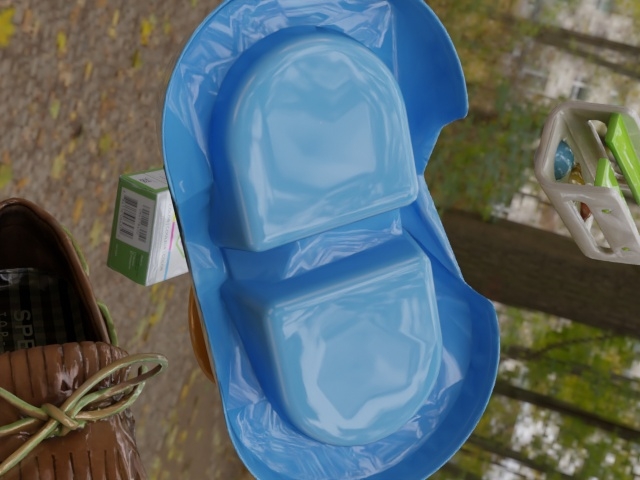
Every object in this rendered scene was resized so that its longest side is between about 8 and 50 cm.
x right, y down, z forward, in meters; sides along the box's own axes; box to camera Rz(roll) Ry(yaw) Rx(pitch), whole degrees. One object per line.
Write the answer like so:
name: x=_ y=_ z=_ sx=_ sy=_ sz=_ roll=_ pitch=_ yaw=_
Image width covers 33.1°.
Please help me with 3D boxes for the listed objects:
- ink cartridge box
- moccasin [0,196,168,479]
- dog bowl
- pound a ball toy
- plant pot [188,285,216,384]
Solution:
ink cartridge box: x=-0.143 y=-0.030 z=1.225 sx=0.209 sy=0.062 sz=0.109 roll=-20 pitch=127 yaw=-54
moccasin: x=-0.170 y=0.109 z=0.670 sx=0.380 sy=0.139 sz=0.147 roll=-110 pitch=-155 yaw=-51
dog bowl: x=0.000 y=0.000 z=0.590 sx=0.074 sy=0.166 sz=0.297 roll=-150 pitch=-135 yaw=-63
pound a ball toy: x=0.398 y=-0.104 z=1.511 sx=0.319 sy=0.136 sz=0.208 roll=39 pitch=64 yaw=-58
plant pot: x=-0.067 y=0.110 z=1.602 sx=0.205 sy=0.188 sz=0.205 roll=0 pitch=-90 yaw=56
